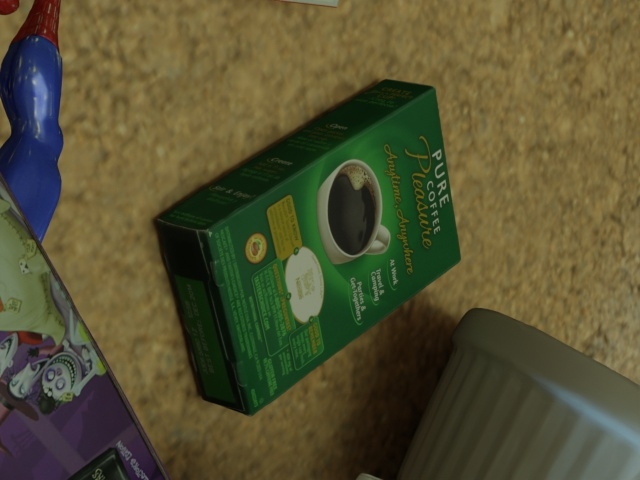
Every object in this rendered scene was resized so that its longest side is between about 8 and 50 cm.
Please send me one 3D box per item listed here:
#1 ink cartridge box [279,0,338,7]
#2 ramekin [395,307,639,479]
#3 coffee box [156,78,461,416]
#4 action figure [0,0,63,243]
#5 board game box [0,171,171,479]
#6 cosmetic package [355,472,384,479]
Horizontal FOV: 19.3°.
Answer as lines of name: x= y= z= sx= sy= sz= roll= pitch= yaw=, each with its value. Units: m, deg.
ink cartridge box: x=-0.013 y=-0.178 z=0.949 sx=0.063 sy=0.029 sz=0.115 roll=-1 pitch=101 yaw=-48
ramekin: x=0.164 y=0.161 z=1.069 sx=0.273 sy=0.273 sz=0.127 roll=38 pitch=83 yaw=-46
coffee box: x=0.000 y=0.000 z=0.999 sx=0.184 sy=0.040 sz=0.113 roll=-35 pitch=125 yaw=-37
action figure: x=-0.118 y=0.023 z=0.767 sx=0.139 sy=0.091 sz=0.280 roll=47 pitch=43 yaw=-46
board game box: x=-0.177 y=0.034 z=0.574 sx=0.056 sy=0.346 sz=0.208 roll=-42 pitch=128 yaw=-31
cosmetic package: x=0.002 y=0.342 z=0.920 sx=0.377 sy=0.097 sz=0.284 roll=-63 pitch=156 yaw=-23
